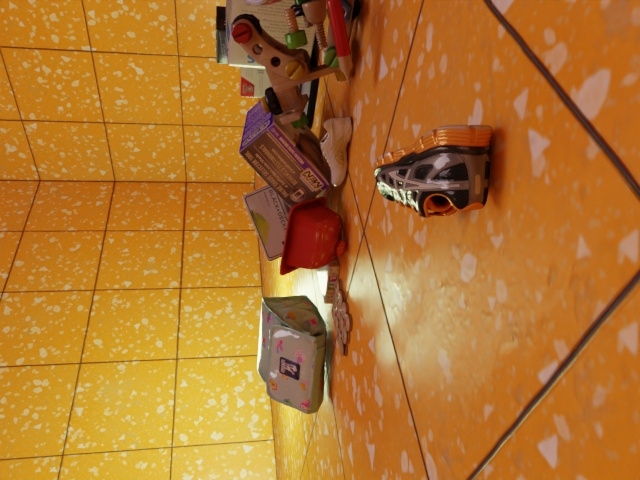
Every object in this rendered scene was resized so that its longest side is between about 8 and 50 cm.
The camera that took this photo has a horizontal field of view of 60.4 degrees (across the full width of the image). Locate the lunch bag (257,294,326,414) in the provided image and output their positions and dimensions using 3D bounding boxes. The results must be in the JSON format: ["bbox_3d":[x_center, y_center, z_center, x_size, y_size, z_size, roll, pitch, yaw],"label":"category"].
[{"bbox_3d":[-0.064,0.285,1.404,0.262,0.160,0.223,-141,54,-62],"label":"lunch bag"}]

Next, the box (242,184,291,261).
[{"bbox_3d":[-0.095,-0.052,1.383,0.290,0.087,0.169,-42,-70,-83],"label":"box"}]

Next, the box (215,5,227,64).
[{"bbox_3d":[-0.246,-0.745,2.016,0.143,0.270,0.165,103,164,-50],"label":"box"}]

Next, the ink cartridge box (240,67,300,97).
[{"bbox_3d":[-0.148,-0.505,1.635,0.127,0.176,0.128,-98,14,-50],"label":"ink cartridge box"}]

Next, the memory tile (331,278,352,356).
[{"bbox_3d":[0.044,0.166,1.193,0.148,0.012,0.113,-105,17,-52],"label":"memory tile"}]

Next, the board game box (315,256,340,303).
[{"bbox_3d":[0.014,0.064,1.309,0.154,0.026,0.103,-107,20,-58],"label":"board game box"}]

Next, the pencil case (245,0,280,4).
[{"bbox_3d":[-0.063,-0.551,1.093,0.273,0.113,0.124,-40,-20,-46],"label":"pencil case"}]

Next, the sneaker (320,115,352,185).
[{"bbox_3d":[0.027,-0.184,1.139,0.053,0.061,0.152,-110,21,-57],"label":"sneaker"}]

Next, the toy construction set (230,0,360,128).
[{"bbox_3d":[-0.014,-0.330,1.046,0.309,0.258,0.237,-130,23,-62],"label":"toy construction set"}]

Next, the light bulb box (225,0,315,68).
[{"bbox_3d":[-0.127,-0.700,1.451,0.361,0.225,0.357,105,162,-46],"label":"light bulb box"}]

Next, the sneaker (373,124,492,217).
[{"bbox_3d":[0.116,-0.062,0.607,0.215,0.084,0.083,157,107,-78],"label":"sneaker"}]

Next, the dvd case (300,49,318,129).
[{"bbox_3d":[-0.039,-0.468,1.590,0.180,0.022,0.253,101,165,-47],"label":"dvd case"}]

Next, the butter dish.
[{"bbox_3d":[0.000,0.000,1.168,0.160,0.118,0.159,-22,-54,-59],"label":"butter dish"}]

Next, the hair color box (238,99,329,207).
[{"bbox_3d":[-0.085,-0.224,1.296,0.185,0.110,0.339,46,-163,-24],"label":"hair color box"}]

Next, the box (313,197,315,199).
[{"bbox_3d":[-0.056,-0.108,1.636,0.159,0.044,0.233,-102,16,-47],"label":"box"}]
